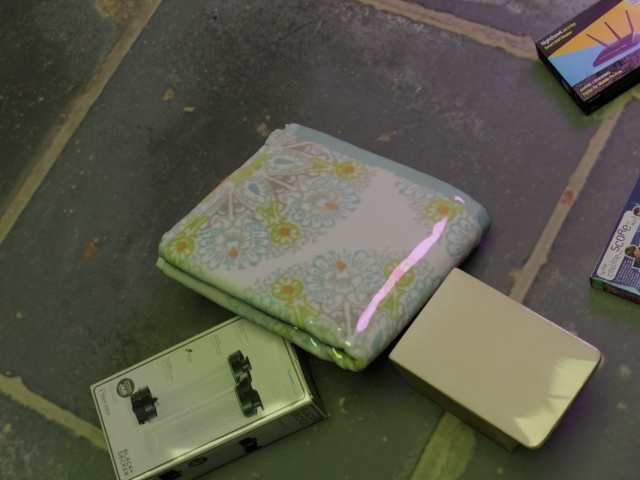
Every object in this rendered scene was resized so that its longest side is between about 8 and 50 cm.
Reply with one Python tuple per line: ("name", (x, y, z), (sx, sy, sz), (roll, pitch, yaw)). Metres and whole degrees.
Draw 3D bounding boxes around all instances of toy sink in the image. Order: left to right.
("toy sink", (0.235, 0.170, 1.556), (0.234, 0.131, 0.152), (30, 77, 32))

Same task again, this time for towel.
("towel", (0.000, 0.000, 1.682), (0.374, 0.090, 0.320), (24, 55, 29))

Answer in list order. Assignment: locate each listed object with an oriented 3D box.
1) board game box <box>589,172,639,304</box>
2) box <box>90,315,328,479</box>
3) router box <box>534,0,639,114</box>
("board game box", (0.465, -0.006, 1.624), (0.136, 0.035, 0.201), (23, 73, 25))
("box", (-0.154, 0.223, 1.672), (0.290, 0.087, 0.169), (-27, 60, 4))
("router box", (0.424, -0.283, 1.762), (0.179, 0.046, 0.133), (-32, 60, 0))
